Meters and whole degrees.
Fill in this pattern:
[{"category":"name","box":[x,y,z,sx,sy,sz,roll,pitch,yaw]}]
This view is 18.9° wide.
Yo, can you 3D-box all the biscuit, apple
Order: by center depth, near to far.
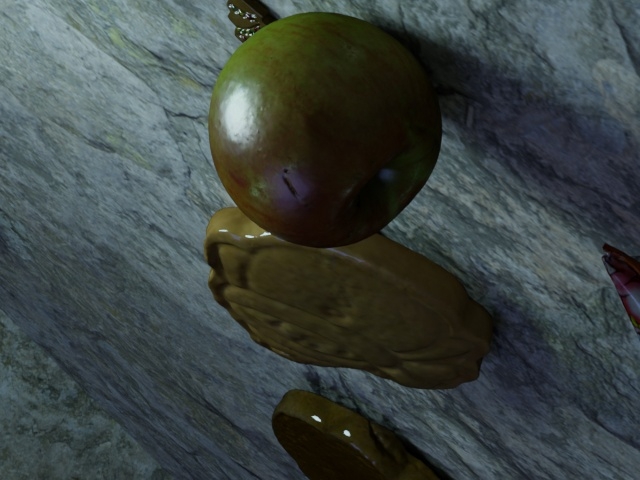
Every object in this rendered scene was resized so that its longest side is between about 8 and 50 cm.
[{"category":"apple","box":[0.000,-0.095,1.581,0.196,0.196,0.196,34,162,13]},{"category":"biscuit","box":[-0.057,-0.193,1.731,0.082,0.016,0.092,25,160,37]},{"category":"biscuit","box":[0.026,0.074,2.015,0.312,0.057,0.351,19,157,6]},{"category":"biscuit","box":[0.092,0.344,2.671,0.381,0.074,0.359,35,164,5]}]

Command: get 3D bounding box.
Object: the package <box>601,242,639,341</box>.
[{"category":"package","box":[0.356,0.097,1.495,0.223,0.108,0.288,17,161,37]}]
